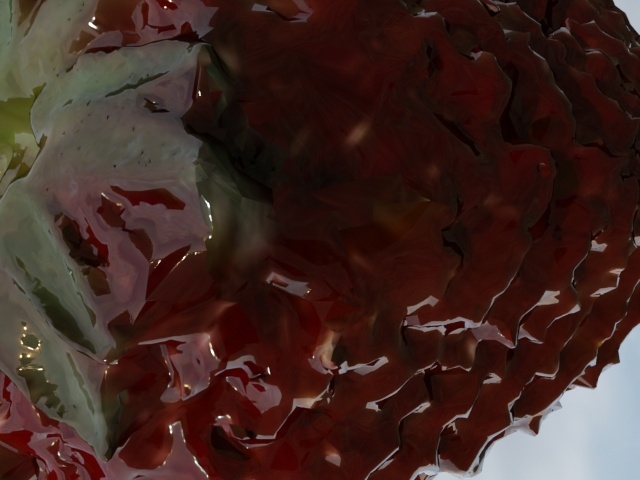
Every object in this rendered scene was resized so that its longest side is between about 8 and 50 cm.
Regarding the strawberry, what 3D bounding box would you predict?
[{"bbox_3d":[-0.001,0.001,0.649,0.343,0.292,0.292,12,-112,-34],"label":"strawberry"}]
